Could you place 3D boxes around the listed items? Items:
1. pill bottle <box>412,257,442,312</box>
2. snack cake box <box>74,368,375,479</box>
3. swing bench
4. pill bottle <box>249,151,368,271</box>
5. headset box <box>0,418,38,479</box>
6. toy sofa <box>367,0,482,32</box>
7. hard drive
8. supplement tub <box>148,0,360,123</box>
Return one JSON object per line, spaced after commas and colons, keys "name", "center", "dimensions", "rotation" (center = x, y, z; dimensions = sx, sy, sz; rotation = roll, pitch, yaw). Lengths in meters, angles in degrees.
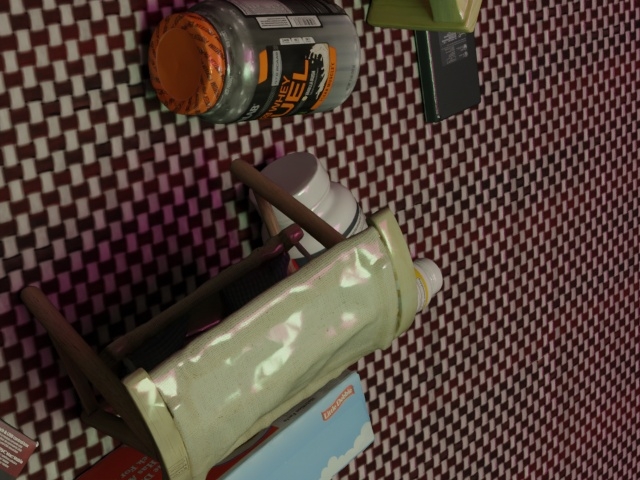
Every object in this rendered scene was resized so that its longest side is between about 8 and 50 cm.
{"name": "pill bottle", "center": [0.091, 0.062, 1.279], "dimensions": [0.116, 0.065, 0.065], "rotation": [-26, 116, -41]}
{"name": "snack cake box", "center": [-0.091, 0.216, 1.058], "dimensions": [0.264, 0.152, 0.089], "rotation": [-34, 121, -36]}
{"name": "swing bench", "center": [-0.080, 0.077, 0.935], "dimensions": [0.253, 0.255, 0.165], "rotation": [-32, 120, -23]}
{"name": "pill bottle", "center": [0.000, 0.000, 1.142], "dimensions": [0.108, 0.108, 0.180], "rotation": [-51, 129, -26]}
{"name": "headset box", "center": [-0.369, 0.189, 0.795], "dimensions": [0.218, 0.110, 0.293], "rotation": [47, 64, -40]}
{"name": "toy sofa", "center": [0.021, -0.347, 1.065], "dimensions": [0.362, 0.150, 0.177], "rotation": [17, 87, -46]}
{"name": "hard drive", "center": [0.156, -0.221, 1.322], "dimensions": [0.094, 0.022, 0.135], "rotation": [-27, 116, -40]}
{"name": "supplement tub", "center": [-0.062, -0.173, 1.038], "dimensions": [0.190, 0.117, 0.117], "rotation": [-14, 107, -43]}
